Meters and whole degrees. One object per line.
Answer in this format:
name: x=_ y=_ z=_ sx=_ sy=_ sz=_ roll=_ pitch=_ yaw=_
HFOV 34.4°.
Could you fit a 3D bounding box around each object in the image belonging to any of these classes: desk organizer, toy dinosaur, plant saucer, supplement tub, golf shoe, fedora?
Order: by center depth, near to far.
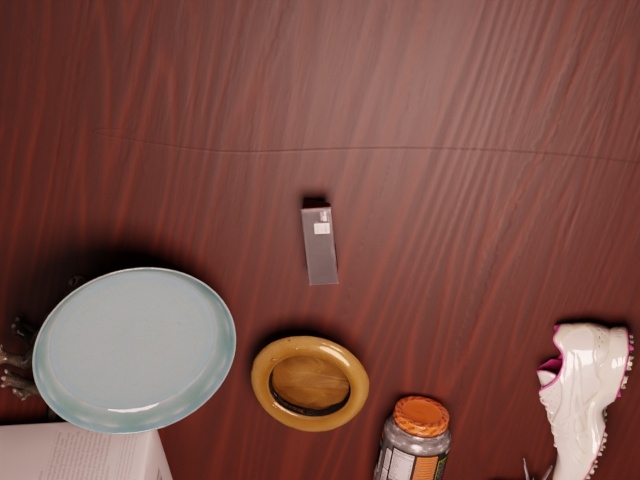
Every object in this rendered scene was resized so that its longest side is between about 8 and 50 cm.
desk organizer: x=0.000 y=0.000 z=1.607 sx=0.047 sy=0.050 sz=0.130 roll=-4 pitch=115 yaw=4
plant saucer: x=-0.292 y=0.169 z=1.632 sx=0.317 sy=0.044 sz=0.317 roll=-10 pitch=123 yaw=-16
toy dinosaur: x=-0.432 y=0.214 z=1.691 sx=0.160 sy=0.121 sz=0.313 roll=7 pitch=113 yaw=6
golf shoe: x=0.411 y=0.267 z=1.694 sx=0.140 sy=0.115 sz=0.306 roll=14 pitch=109 yaw=8
fedora: x=-0.014 y=0.221 z=1.697 sx=0.194 sy=0.079 sz=0.194 roll=4 pitch=115 yaw=8
supplement tub: x=0.154 y=0.364 z=1.735 sx=0.117 sy=0.117 sz=0.190 roll=9 pitch=115 yaw=-2

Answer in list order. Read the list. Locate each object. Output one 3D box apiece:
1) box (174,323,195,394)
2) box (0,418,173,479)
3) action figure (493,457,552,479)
box: x=-0.286 y=0.173 z=1.711 sx=0.136 sy=0.036 sz=0.225 roll=15 pitch=114 yaw=-5
box: x=-0.438 y=0.436 z=1.744 sx=0.345 sy=0.168 sz=0.215 roll=-4 pitch=130 yaw=5
action figure: x=0.345 y=0.519 z=1.789 sx=0.164 sy=0.141 sz=0.275 roll=9 pitch=118 yaw=0
